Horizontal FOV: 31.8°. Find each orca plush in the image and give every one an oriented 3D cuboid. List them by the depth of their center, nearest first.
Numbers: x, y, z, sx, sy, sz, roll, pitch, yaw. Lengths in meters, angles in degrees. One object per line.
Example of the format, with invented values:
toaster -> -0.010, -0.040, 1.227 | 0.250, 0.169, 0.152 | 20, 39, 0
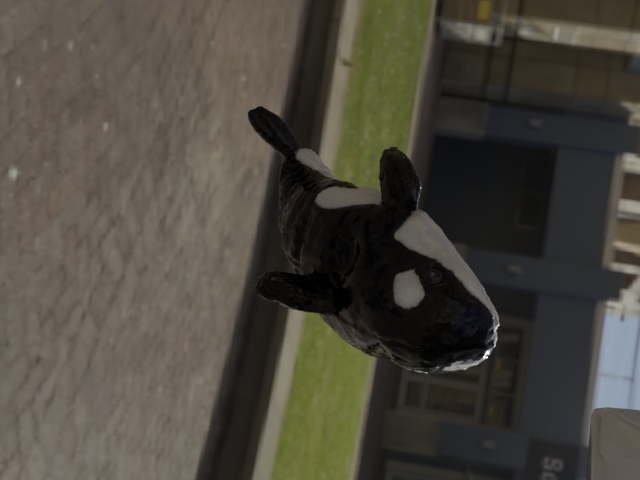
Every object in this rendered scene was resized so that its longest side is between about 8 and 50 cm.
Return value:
orca plush -> 0.000, 0.000, 0.756 | 0.151, 0.102, 0.287 | 99, -31, -42

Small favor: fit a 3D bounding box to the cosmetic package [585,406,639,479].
cosmetic package -> 0.213, 0.287, 0.630 | 0.385, 0.156, 0.217 | 81, 19, -47
